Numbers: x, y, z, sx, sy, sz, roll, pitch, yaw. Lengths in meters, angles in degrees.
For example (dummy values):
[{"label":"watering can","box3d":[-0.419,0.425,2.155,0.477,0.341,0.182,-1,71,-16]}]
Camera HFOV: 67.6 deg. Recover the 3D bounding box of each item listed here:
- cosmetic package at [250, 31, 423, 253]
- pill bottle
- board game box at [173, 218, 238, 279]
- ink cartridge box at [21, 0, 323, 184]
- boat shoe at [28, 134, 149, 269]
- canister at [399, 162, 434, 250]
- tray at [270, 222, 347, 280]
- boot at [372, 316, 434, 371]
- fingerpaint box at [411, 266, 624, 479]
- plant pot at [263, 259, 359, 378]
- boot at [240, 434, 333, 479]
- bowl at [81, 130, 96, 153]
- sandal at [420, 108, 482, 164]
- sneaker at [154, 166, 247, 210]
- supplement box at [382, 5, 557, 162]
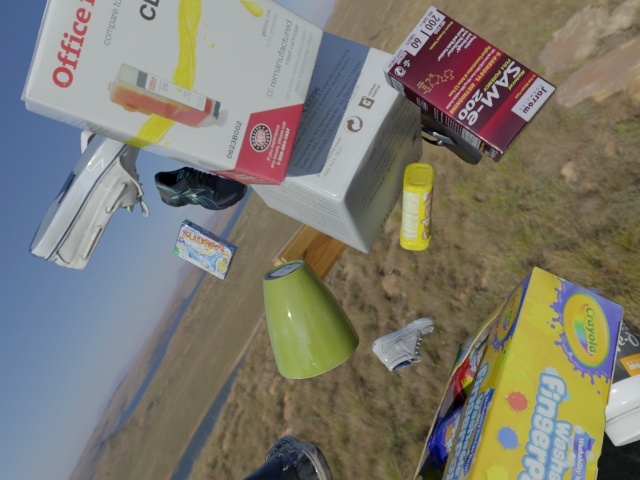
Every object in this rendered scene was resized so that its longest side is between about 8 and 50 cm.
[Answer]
[{"label":"cosmetic package","box3d":[0.023,-0.222,1.129,0.329,0.327,0.394,-61,-20,-8]},{"label":"pill bottle","box3d":[0.569,0.247,0.959,0.162,0.162,0.278,-52,43,36]},{"label":"board game box","box3d":[-0.393,0.031,1.629,0.136,0.201,0.035,-64,-3,31]},{"label":"ink cartridge box","box3d":[-0.220,-0.273,0.752,0.160,0.384,0.279,15,90,57]},{"label":"boat shoe","box3d":[-0.418,-0.101,0.972,0.136,0.156,0.367,20,80,52]},{"label":"canister","box3d":[0.227,-0.081,1.120,0.126,0.073,0.170,-70,-20,-49]},{"label":"tray","box3d":[0.000,0.000,1.957,0.411,0.203,0.076,-53,10,-29]},{"label":"boot","box3d":[0.312,0.362,1.639,0.123,0.258,0.095,53,154,37]},{"label":"fingerpaint box","box3d":[0.300,0.327,0.811,0.445,0.163,0.371,-59,-11,-30]},{"label":"plant pot","box3d":[-0.058,0.218,1.464,0.274,0.294,0.275,-20,14,5]},{"label":"boot","box3d":[-0.157,0.665,1.292,0.284,0.138,0.377,-21,-6,-30]},{"label":"bowl","box3d":[-0.761,-0.339,1.634,0.142,0.053,0.142,-51,-12,-44]},{"label":"sandal","box3d":[0.317,-0.272,1.256,0.054,0.254,0.097,-55,10,0]},{"label":"sneaker","box3d":[-0.339,-0.148,1.340,0.106,0.267,0.101,76,-164,-52]},{"label":"supplement box","box3d":[0.235,-0.252,0.777,0.130,0.239,0.073,-52,-13,7]}]
